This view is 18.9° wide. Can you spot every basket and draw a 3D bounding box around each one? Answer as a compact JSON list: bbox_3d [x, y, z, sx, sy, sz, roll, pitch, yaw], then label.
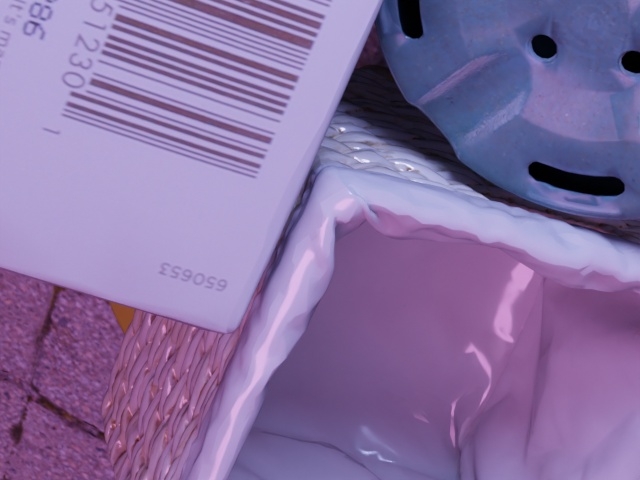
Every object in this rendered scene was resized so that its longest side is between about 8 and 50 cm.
[{"bbox_3d":[0.062,0.089,1.245,0.328,0.266,0.331,15,111,-22],"label":"basket"}]

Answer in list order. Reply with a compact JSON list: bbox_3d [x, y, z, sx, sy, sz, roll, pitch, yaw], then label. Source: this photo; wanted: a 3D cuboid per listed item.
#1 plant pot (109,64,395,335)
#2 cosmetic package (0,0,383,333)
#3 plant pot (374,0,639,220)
[{"bbox_3d":[0.000,0.000,1.463,0.239,0.254,0.254,-40,99,24],"label":"plant pot"},{"bbox_3d":[-0.159,-0.206,1.103,0.327,0.394,0.329,17,110,-17],"label":"cosmetic package"},{"bbox_3d":[0.205,-0.201,1.140,0.341,0.334,0.341,13,126,18],"label":"plant pot"}]
